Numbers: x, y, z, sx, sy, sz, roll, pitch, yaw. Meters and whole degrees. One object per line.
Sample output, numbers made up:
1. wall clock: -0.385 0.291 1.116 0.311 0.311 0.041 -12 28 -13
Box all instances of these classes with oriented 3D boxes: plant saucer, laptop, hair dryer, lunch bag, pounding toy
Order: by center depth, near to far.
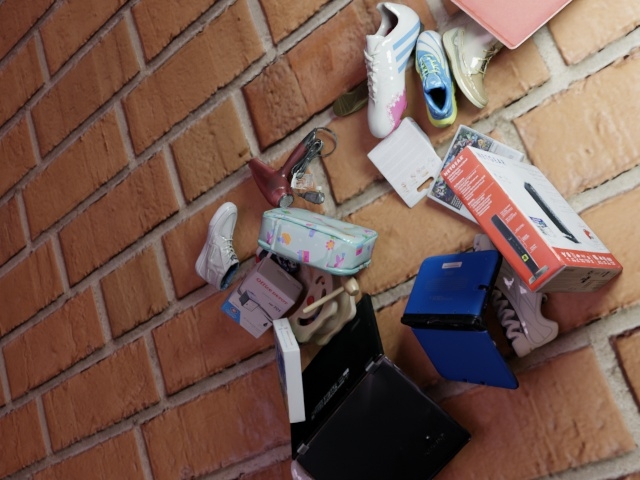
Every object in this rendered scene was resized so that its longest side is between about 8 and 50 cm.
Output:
1. plant saucer: 0.440 -0.566 1.658 0.259 0.048 0.258 -40 62 2
2. laptop: 0.122 0.424 1.863 0.382 0.236 0.408 -53 21 22
3. lunch bag: 0.000 0.000 1.881 0.279 0.224 0.108 19 102 18
4. pounding toy: -0.010 0.147 1.926 0.269 0.155 0.154 -49 43 32
5. hair dryer: -0.083 -0.196 2.089 0.293 0.080 0.223 2 73 32

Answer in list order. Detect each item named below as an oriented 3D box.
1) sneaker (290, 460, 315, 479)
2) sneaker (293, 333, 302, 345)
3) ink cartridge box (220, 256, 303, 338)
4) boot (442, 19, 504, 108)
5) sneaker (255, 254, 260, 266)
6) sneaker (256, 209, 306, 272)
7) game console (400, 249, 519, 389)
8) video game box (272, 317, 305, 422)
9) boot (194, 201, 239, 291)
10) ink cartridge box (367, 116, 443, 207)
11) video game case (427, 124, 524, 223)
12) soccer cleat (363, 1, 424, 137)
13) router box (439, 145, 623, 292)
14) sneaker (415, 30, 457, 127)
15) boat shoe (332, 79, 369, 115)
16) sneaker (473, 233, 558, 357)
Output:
1. sneaker: -0.027 0.650 1.992 0.061 0.054 0.152 -35 73 21
2. sneaker: -0.064 0.251 2.058 0.035 0.031 0.083 -5 88 24
3. ink cartridge box: -0.162 0.158 2.055 0.139 0.082 0.191 40 126 -7
4. boot: 0.386 -0.428 1.723 0.165 0.077 0.213 -27 70 31
5. sneaker: -0.172 0.086 2.125 0.042 0.067 0.118 -33 68 31
6. sneaker: -0.079 0.021 2.059 0.217 0.079 0.121 -44 67 34
7. game console: 0.329 0.174 1.668 0.293 0.173 0.250 -10 55 64
8. video game box: -0.082 0.330 1.919 0.187 0.048 0.205 -117 22 -69
9. boot: -0.276 0.023 2.206 0.123 0.095 0.258 36 117 27
10. ink cartridge box: 0.225 -0.195 1.865 0.145 0.045 0.179 -43 81 27
11. video game case: 0.360 -0.151 1.752 0.173 0.022 0.190 33 107 31
12. soccer cleat: 0.150 -0.423 1.837 0.116 0.143 0.331 9 85 54
13. router box: 0.428 -0.035 1.498 0.082 0.335 0.301 -47 61 27
14. sneaker: 0.277 -0.392 1.763 0.091 0.126 0.240 -13 85 9
15. boat shoe: 0.097 -0.372 1.967 0.153 0.048 0.056 -32 73 39
16. sneaker: 0.425 0.108 1.653 0.118 0.110 0.292 -24 66 9
